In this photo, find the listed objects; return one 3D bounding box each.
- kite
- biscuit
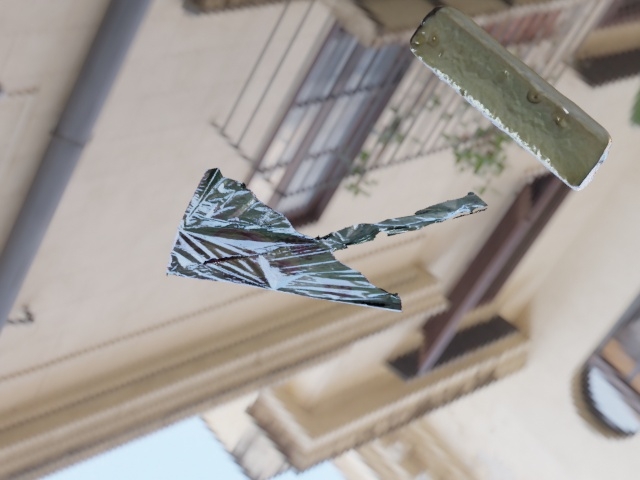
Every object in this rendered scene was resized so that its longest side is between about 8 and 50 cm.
[{"bbox_3d":[0.000,0.001,0.997,0.229,0.250,0.012,33,-125,-47],"label":"kite"},{"bbox_3d":[0.155,-0.119,1.262,0.188,0.056,0.052,43,-174,14],"label":"biscuit"}]
